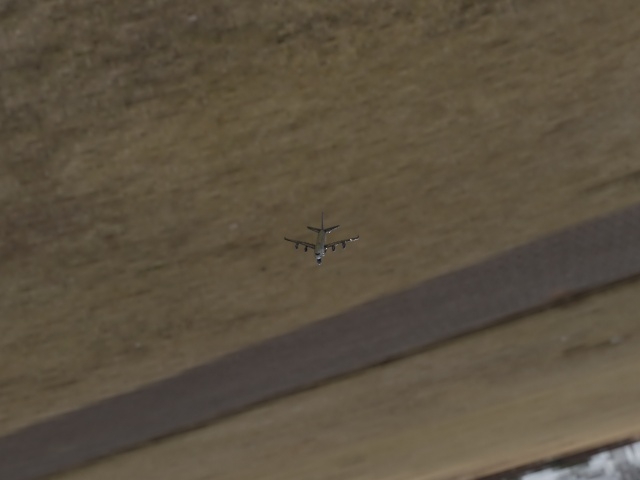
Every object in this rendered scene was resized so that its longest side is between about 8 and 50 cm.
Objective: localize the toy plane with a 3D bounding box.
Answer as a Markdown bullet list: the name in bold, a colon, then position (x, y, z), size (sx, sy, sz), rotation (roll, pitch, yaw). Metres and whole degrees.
- **toy plane**: position (0.000, 0.002, 1.369), size (0.078, 0.084, 0.024), rotation (-1, 122, 5)
